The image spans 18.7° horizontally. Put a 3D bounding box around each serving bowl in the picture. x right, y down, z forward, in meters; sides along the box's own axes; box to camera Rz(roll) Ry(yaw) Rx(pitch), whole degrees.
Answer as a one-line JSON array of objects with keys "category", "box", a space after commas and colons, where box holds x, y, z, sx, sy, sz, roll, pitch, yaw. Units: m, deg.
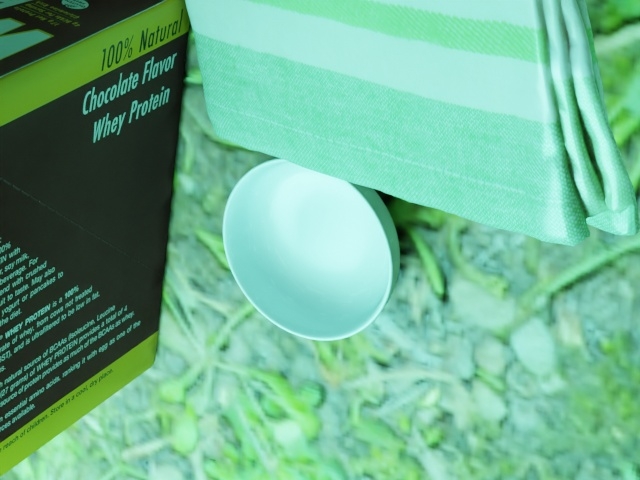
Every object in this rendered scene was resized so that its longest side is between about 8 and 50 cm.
[{"category": "serving bowl", "box": [0.000, 0.000, 0.836, 0.083, 0.027, 0.083, 13, 116, 27]}]

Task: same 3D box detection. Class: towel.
[{"category": "towel", "box": [0.005, -0.169, 0.695, 0.248, 0.038, 0.325, 20, 129, 50]}]

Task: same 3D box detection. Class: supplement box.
[{"category": "supplement box", "box": [-0.166, -0.013, 0.828, 0.129, 0.191, 0.194, 21, 121, 23]}]
